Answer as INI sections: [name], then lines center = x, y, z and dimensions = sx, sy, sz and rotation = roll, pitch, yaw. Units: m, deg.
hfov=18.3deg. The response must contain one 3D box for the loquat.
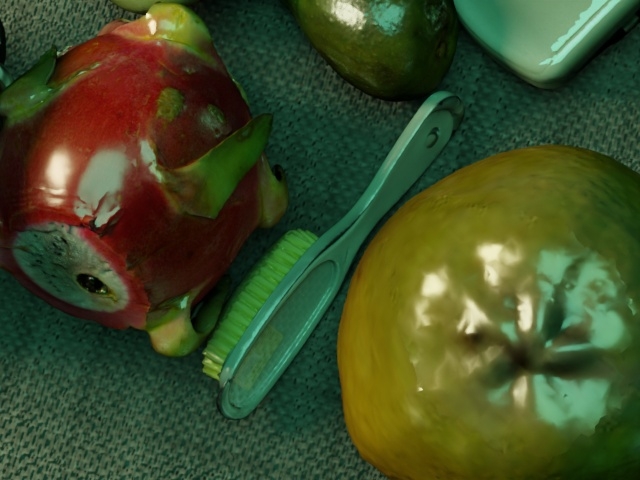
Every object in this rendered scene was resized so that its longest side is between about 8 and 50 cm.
[loquat]
center = 0.138, 0.067, 1.340
dimensions = 0.276, 0.284, 0.276
rotation = 0, 85, 5

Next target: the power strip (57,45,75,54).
[power strip]
center = -0.195, -0.105, 1.532
dimensions = 0.040, 0.016, 0.090
rotation = 3, 79, 6

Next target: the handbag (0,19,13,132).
[handbag]
center = -0.315, -0.093, 1.403
dimensions = 0.149, 0.302, 0.283
rotation = 27, 77, 7

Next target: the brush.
[brush]
center = 0.000, 0.000, 1.481
dimensions = 0.060, 0.068, 0.297
rotation = 32, 79, 31

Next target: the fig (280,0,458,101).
[fig]
center = 0.023, -0.179, 1.487
dimensions = 0.177, 0.117, 0.117
rotation = 37, 84, 28

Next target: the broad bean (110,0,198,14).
[broad bean]
center = -0.092, -0.292, 1.491
dimensions = 0.189, 0.121, 0.263
rotation = 19, 70, 28

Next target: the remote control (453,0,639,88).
[remote control]
center = 0.229, -0.246, 1.492
dimensions = 0.296, 0.056, 0.140
rotation = -44, 66, 0

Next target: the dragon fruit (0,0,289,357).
[dragon fruit]
center = -0.134, -0.048, 1.422
dimensions = 0.224, 0.224, 0.227
rotation = 30, 56, 9
